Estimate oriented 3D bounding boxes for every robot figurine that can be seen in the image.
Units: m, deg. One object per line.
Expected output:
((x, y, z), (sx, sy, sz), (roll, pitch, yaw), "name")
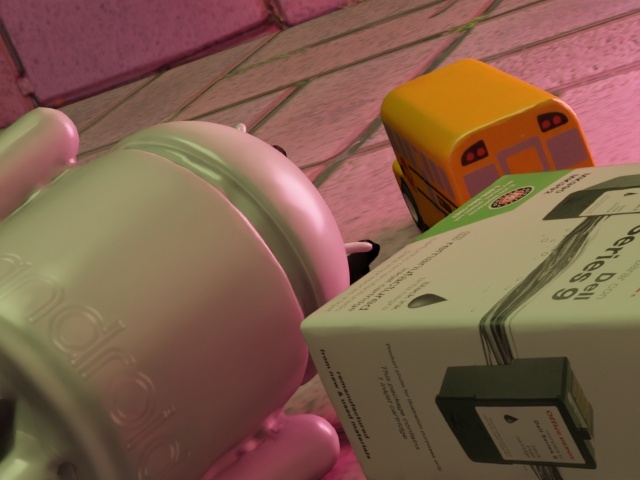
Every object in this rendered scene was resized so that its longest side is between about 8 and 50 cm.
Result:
((-0.119, 0.057, 1.172), (0.353, 0.300, 0.200), (-41, 3, -35), "robot figurine")

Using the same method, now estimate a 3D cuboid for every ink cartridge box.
((0.167, 0.046, 1.068), (0.211, 0.121, 0.289), (-35, 19, -36), "ink cartridge box")

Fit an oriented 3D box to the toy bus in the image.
((0.128, -0.064, 1.508), (0.108, 0.130, 0.332), (-24, 14, -3), "toy bus")

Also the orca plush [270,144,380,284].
((0.000, 0.000, 1.549), (0.102, 0.151, 0.287), (5, 1, -20), "orca plush")
